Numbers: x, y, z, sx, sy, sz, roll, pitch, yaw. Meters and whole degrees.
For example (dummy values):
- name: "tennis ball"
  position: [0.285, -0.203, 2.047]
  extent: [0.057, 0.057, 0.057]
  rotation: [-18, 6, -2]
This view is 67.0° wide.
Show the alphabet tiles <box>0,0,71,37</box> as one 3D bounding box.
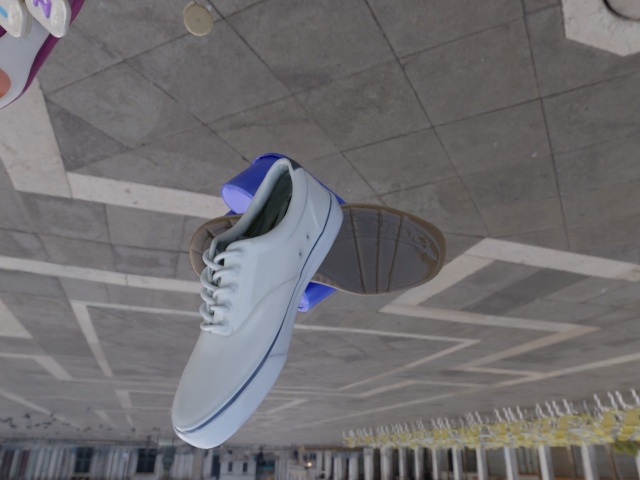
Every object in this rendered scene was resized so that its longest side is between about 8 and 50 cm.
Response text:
- name: "alphabet tiles"
  position: [-0.381, -0.398, 0.569]
  extent: [0.278, 0.021, 0.284]
  rotation: [44, 131, 2]

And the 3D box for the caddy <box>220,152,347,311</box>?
- name: "caddy"
  position: [-0.055, -0.024, 0.999]
  extent: [0.341, 0.179, 0.241]
  rotation: [41, 143, 15]

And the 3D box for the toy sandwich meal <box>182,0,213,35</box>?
- name: "toy sandwich meal"
  position: [-0.323, -0.584, 1.274]
  extent: [0.085, 0.029, 0.086]
  rotation: [0, 123, -1]

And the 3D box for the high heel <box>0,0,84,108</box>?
- name: "high heel"
  position: [-0.636, -0.435, 1.062]
  extent: [0.377, 0.181, 0.127]
  rotation: [-35, 116, 23]

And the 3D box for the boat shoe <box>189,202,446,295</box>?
- name: "boat shoe"
  position: [0.000, 0.000, 0.666]
  extent: [0.341, 0.122, 0.110]
  rotation: [3, -167, -8]

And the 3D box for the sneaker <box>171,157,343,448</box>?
- name: "sneaker"
  position: [-0.069, 0.041, 0.422]
  extent: [0.094, 0.258, 0.091]
  rotation: [-2, 144, 42]
